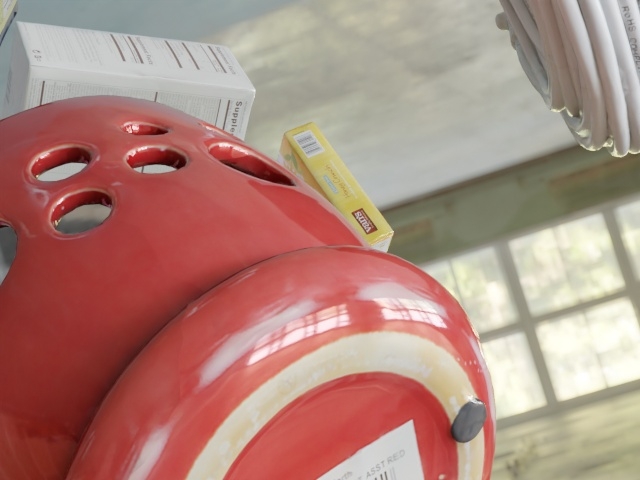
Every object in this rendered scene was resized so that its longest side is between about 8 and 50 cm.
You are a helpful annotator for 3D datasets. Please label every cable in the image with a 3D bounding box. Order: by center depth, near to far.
[{"bbox_3d":[0.130,-0.168,0.733,0.089,0.257,0.257,-22,138,6],"label":"cable"}]

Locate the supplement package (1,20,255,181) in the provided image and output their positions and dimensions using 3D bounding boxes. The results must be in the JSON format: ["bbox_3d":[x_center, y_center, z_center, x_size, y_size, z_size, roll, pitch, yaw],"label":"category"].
[{"bbox_3d":[-0.213,-0.141,1.519,0.244,0.139,0.134,4,-153,-22],"label":"supplement package"}]

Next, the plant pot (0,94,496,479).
[{"bbox_3d":[-0.048,0.058,0.489,0.191,0.191,0.174,-13,-155,-35],"label":"plant pot"}]

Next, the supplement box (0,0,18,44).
[{"bbox_3d":[-0.213,-0.152,0.756,0.083,0.083,0.056,5,-144,0],"label":"supplement box"}]

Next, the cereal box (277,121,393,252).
[{"bbox_3d":[0.000,0.000,1.619,0.047,0.173,0.240,-25,156,-24],"label":"cereal box"}]
